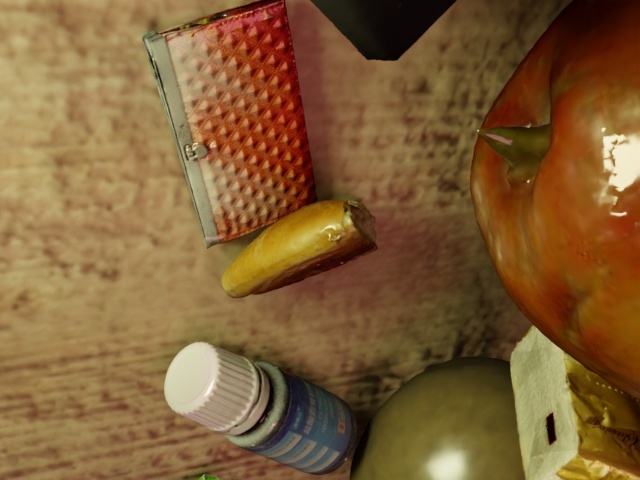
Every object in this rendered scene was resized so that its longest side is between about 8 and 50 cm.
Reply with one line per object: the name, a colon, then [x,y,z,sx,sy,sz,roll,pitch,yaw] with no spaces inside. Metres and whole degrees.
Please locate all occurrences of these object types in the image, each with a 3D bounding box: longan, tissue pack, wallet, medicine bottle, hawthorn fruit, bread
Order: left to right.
wallet: [-0.060,-0.084,0.709,0.103,0.020,0.197,-22,135,-13]
medicine bottle: [-0.053,0.156,0.872,0.083,0.083,0.203,-47,135,12]
bread: [-0.022,0.009,0.771,0.135,0.054,0.154,-26,170,10]
longan: [0.157,0.247,0.958,0.258,0.258,0.258,-16,133,-18]
tissue pack: [0.287,0.179,0.844,0.226,0.183,0.092,22,127,-12]
hawthorn fruit: [0.296,-0.047,0.714,0.402,0.403,0.403,-16,133,-18]

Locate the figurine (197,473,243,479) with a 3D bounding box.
figurine: [-0.129,0.324,0.943,0.192,0.147,0.126,12,140,-16]

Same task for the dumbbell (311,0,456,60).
dumbbell: [0.077,-0.275,0.499,0.322,0.204,0.203,-44,135,10]
